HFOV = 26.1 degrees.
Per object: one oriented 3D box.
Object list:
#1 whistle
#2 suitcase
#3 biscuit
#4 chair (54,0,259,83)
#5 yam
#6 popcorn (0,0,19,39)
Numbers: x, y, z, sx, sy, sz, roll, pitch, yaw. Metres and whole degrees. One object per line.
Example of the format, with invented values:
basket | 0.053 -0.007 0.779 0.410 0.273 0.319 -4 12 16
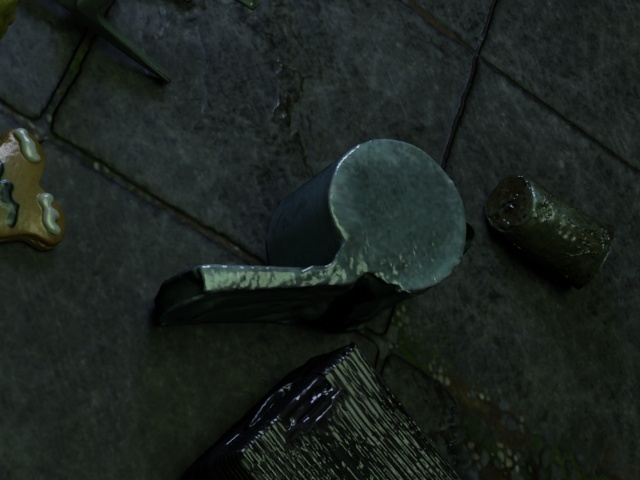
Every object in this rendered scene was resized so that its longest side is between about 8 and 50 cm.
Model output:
whistle | 0.005 0.031 1.601 0.404 0.168 0.188 -36 92 -35
suitcase | 0.034 0.309 1.516 0.335 0.152 0.229 51 50 -3
biscuit | -0.381 -0.037 1.444 0.240 0.035 0.158 -19 80 -39
chair | -0.222 -0.354 1.592 0.274 0.203 0.190 33 44 -30
yam | 0.316 -0.011 1.879 0.183 0.107 0.107 31 56 -18
popcorn | -0.417 -0.291 1.403 0.249 0.225 0.249 -2 95 -26
